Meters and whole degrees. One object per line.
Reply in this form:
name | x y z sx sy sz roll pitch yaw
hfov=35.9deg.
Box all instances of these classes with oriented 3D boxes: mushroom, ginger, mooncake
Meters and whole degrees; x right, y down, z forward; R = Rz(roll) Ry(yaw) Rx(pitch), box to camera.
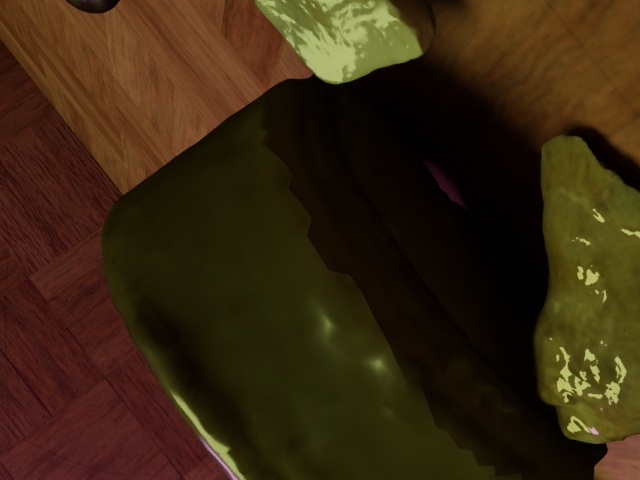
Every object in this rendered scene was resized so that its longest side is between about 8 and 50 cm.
mushroom | -0.020 -0.209 0.649 0.247 0.096 0.108 56 -169 -2
ginger | 0.169 0.036 0.620 0.193 0.122 0.115 57 -173 5
mooncake | 0.037 0.069 0.789 0.394 0.246 0.393 42 -164 -34

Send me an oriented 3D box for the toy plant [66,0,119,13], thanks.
toy plant | -0.276 -0.340 1.149 0.093 0.093 0.162 49 163 15
